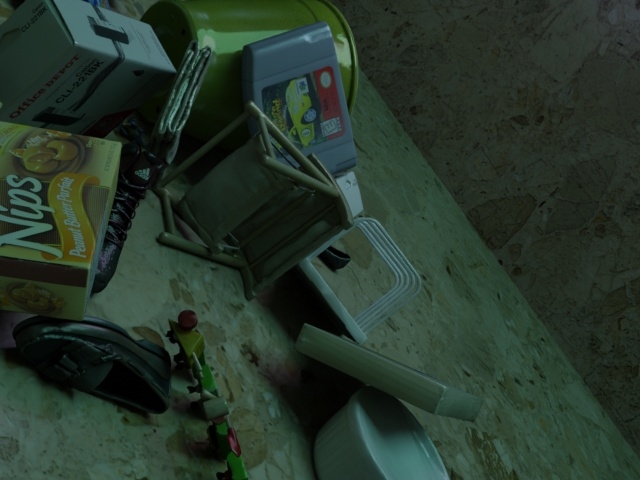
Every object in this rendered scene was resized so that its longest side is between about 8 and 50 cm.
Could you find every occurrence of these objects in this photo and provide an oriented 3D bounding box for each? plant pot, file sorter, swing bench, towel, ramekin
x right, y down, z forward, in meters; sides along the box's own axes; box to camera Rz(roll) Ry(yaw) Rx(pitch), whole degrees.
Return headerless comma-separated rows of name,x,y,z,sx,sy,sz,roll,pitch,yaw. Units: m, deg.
plant pot,-0.177,-0.336,2.000,0.353,0.366,0.366,2,52,-43
file sorter,0.068,0.068,1.985,0.193,0.173,0.277,52,-5,-2
swing bench,-0.121,-0.063,1.795,0.254,0.253,0.165,37,26,-41
towel,-0.244,-0.202,1.677,0.049,0.187,0.282,23,-17,-10
ramekin,0.102,0.397,1.730,0.273,0.127,0.273,45,21,-23

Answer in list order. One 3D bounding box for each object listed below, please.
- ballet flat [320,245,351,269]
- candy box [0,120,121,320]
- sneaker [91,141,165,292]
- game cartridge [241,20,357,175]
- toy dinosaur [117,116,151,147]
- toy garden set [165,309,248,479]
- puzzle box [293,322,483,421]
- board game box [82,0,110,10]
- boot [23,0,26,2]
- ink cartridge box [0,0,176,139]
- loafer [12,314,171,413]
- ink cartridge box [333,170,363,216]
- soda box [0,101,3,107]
ballet flat,0.000,0.000,2.269,0.173,0.049,0.057,43,21,-27
candy box,-0.371,-0.035,1.304,0.182,0.088,0.316,9,34,-8
sneaker,-0.307,-0.060,1.500,0.106,0.162,0.281,40,24,-35
game cartridge,-0.044,-0.244,1.897,0.060,0.196,0.294,32,-40,59
toy dinosaur,-0.339,-0.201,1.852,0.090,0.047,0.082,51,-1,22
toy garden set,-0.163,0.231,1.411,0.204,0.049,0.244,93,-23,-59
puzzle box,0.139,0.250,1.843,0.272,0.052,0.409,22,-4,22
board game box,-0.433,-0.429,1.888,0.210,0.047,0.160,-100,-179,-51
boot,-0.570,-0.533,1.850,0.207,0.090,0.248,34,26,-17
ink cartridge box,-0.394,-0.272,1.604,0.114,0.197,0.273,59,21,15
loafer,-0.281,0.164,1.304,0.267,0.096,0.084,29,37,-54
ink cartridge box,-0.039,-0.066,2.023,0.158,0.217,0.092,-37,111,-70
soda box,-0.539,-0.225,1.405,0.181,0.058,0.061,46,21,-24
